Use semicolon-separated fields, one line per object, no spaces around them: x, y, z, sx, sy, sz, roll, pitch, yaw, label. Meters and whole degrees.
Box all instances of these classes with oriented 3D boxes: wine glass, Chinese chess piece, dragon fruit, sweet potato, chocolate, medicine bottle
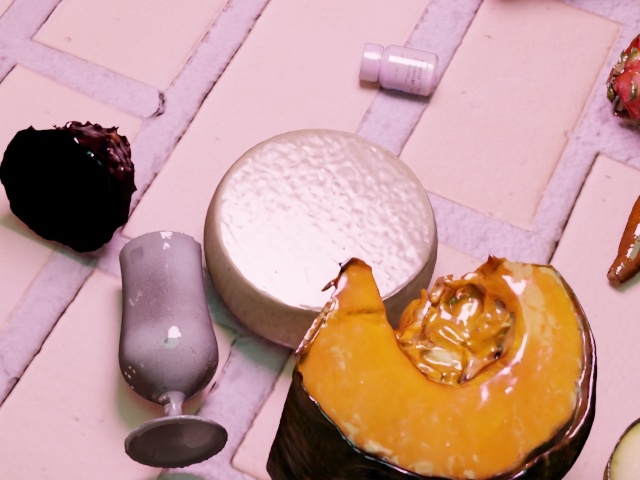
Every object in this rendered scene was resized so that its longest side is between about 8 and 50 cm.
-0.154;0.105;1.550;0.103;0.103;0.231;-2;55;-8;wine glass
0.000;0.000;1.636;0.250;0.101;0.250;3;57;-5;Chinese chess piece
0.445;-0.202;1.801;0.236;0.137;0.135;-23;77;-18;dragon fruit
0.394;-0.051;1.746;0.057;0.057;0.264;36;64;16;sweet potato
-0.253;-0.082;1.654;0.156;0.156;0.133;23;40;8;chocolate
0.092;-0.203;1.808;0.089;0.052;0.052;12;57;1;medicine bottle

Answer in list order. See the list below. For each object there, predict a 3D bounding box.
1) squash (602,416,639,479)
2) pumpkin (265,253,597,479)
0.393;0.266;1.552;0.219;0.041;0.219;3;52;-4;squash
0.105;0.160;1.457;0.303;0.225;0.256;2;64;-8;pumpkin
